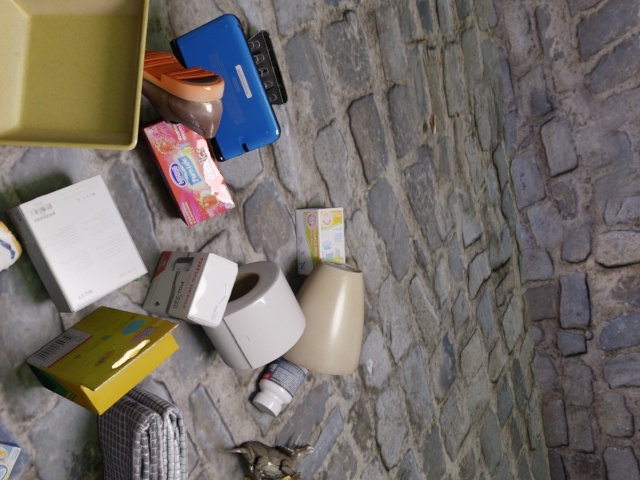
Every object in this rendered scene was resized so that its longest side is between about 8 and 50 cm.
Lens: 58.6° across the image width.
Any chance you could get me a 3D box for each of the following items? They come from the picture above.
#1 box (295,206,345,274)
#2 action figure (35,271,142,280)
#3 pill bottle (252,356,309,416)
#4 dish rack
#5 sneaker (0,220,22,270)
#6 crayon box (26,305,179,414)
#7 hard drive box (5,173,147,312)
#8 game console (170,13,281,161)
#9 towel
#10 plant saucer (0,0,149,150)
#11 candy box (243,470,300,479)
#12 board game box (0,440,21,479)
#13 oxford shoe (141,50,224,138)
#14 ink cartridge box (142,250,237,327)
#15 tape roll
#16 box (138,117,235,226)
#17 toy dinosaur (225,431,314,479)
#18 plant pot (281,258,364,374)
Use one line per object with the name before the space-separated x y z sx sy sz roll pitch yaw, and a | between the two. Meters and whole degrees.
box | 0.000 0.000 1.749 0.114 0.103 0.203 -6 95 -46
action figure | -0.501 0.050 1.275 0.232 0.064 0.137 26 69 -46
pill bottle | -0.113 0.408 1.641 0.108 0.108 0.180 55 55 -31
dish rack | -0.203 -0.436 1.522 0.271 0.074 0.208 -42 120 -54
sneaker | -0.690 -0.046 1.041 0.131 0.112 0.296 -48 122 -33
crayon box | -0.435 0.236 1.159 0.202 0.319 0.081 -40 118 -37
hard drive box | -0.496 0.005 1.173 0.181 0.089 0.232 -33 108 -42
game console | -0.224 -0.348 1.354 0.293 0.250 0.173 69 22 -11
towel | -0.403 0.487 1.261 0.121 0.235 0.283 0 90 -42
plant saucer | -0.494 -0.342 1.140 0.081 0.333 0.332 19 75 -80
candy box | -0.143 0.737 1.660 0.187 0.053 0.109 14 80 -46
board game box | -0.695 0.486 1.103 0.136 0.035 0.201 33 68 -41
oxford shoe | -0.349 -0.325 1.240 0.130 0.364 0.132 -24 133 -38
ink cartridge box | -0.311 0.112 1.353 0.092 0.218 0.158 30 70 -42
tape roll | -0.181 0.187 1.471 0.246 0.246 0.169 -43 120 -36
box | -0.322 -0.178 1.378 0.128 0.123 0.256 -26 112 -15
toy dinosaur | -0.155 0.624 1.600 0.314 0.160 0.121 20 101 -32
plant pot | 0.022 0.201 1.621 0.257 0.256 0.273 7 102 -45
